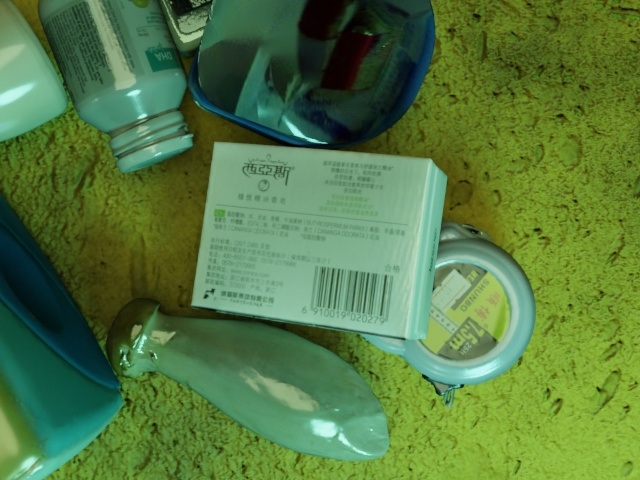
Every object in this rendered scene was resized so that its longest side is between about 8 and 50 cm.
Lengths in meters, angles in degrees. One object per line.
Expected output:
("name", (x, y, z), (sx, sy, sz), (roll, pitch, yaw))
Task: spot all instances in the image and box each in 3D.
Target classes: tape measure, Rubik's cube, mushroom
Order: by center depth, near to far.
("Rubik's cube", (-0.443, 0.134, 0.815), (0.347, 0.351, 0.352), (-32, 93, -3))
("tape measure", (-0.005, -0.235, 0.926), (0.262, 0.138, 0.259), (22, 93, -18))
("mushroom", (-0.079, 0.161, 0.950), (0.350, 0.128, 0.128), (19, 88, 1))
("tape measure", (0.161, 0.088, 0.976), (0.178, 0.105, 0.196), (44, 92, 10))

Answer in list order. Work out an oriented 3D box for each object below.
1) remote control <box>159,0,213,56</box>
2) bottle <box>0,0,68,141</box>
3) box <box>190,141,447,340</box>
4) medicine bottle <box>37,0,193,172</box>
("remote control", (-0.170, -0.383, 0.989), (0.140, 0.056, 0.297), (-24, 91, -5))
("bottle", (-0.418, -0.158, 0.905), (0.236, 0.147, 0.148), (-32, 91, -14))
("box", (0.000, 0.000, 0.919), (0.260, 0.111, 0.195), (7, 87, 21))
("medicine bottle", (-0.227, -0.194, 0.940), (0.135, 0.135, 0.215), (-21, 94, -4))
